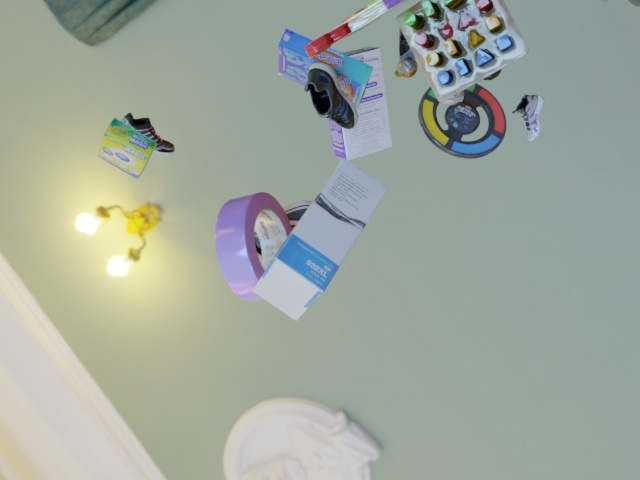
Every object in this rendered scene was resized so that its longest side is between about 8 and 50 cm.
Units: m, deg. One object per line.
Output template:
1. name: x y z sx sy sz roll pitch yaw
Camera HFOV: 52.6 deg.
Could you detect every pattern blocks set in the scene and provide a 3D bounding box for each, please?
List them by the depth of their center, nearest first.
1. pattern blocks set: 0.096 -0.395 1.110 0.026 0.285 0.325 59 -168 -13

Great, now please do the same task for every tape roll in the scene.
1. tape roll: -0.162 0.017 1.682 0.275 0.090 0.275 -10 -90 -67

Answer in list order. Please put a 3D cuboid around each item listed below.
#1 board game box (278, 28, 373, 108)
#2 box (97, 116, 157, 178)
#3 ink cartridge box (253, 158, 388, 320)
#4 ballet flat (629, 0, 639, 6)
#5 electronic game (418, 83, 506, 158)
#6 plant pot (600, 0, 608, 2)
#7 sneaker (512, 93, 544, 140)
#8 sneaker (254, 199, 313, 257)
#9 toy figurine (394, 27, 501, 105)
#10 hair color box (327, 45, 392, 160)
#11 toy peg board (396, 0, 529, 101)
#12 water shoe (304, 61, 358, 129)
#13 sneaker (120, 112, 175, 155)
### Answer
1. board game box: 0.007 -0.386 1.472 0.210 0.047 0.160 23 171 1
2. box: -0.419 -0.199 1.405 0.105 0.179 0.043 30 -115 -14
3. ink cartridge box: 0.000 0.000 1.462 0.129 0.223 0.307 34 -119 -1
4. ballet flat: 0.567 -0.567 1.228 0.096 0.095 0.280 -1 -109 -79
5. electronic game: 0.358 -0.308 1.628 0.229 0.229 0.048 63 162 17
6. plant pot: 0.558 -0.685 1.280 0.248 0.247 0.252 11 -133 -49
7. sneaker: 0.437 -0.264 1.385 0.069 0.098 0.038 0 -171 -25
8. sneaker: -0.148 -0.003 1.898 0.126 0.321 0.127 33 -141 -54
9. toy figurine: 0.292 -0.428 1.478 0.209 0.213 0.148 36 152 33
10. hair color box: 0.120 -0.456 2.158 0.110 0.185 0.339 36 140 57
11. toy peg board: 0.217 -0.328 1.022 0.160 0.161 0.079 63 -156 -1
12. water shoe: 0.016 -0.292 1.398 0.203 0.073 0.080 51 -125 -50
13. sneaker: -0.451 -0.281 1.698 0.170 0.075 0.063 22 -161 -34
